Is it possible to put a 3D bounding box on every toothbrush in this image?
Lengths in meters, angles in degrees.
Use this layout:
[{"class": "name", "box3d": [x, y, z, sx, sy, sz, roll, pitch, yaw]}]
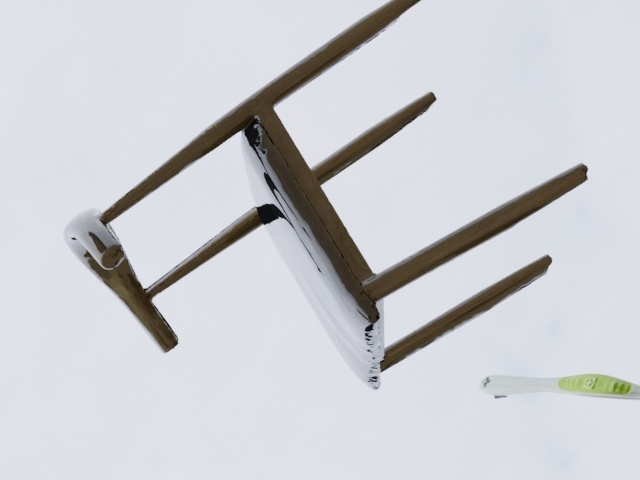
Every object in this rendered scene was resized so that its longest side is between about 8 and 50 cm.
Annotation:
[{"class": "toothbrush", "box3d": [0.232, 0.128, 1.019, 0.026, 0.263, 0.022, 41, -117, -25]}]

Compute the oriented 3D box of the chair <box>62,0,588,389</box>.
[{"class": "chair", "box3d": [0.000, 0.000, 0.727, 0.272, 0.188, 0.166, -29, -109, -7]}]
